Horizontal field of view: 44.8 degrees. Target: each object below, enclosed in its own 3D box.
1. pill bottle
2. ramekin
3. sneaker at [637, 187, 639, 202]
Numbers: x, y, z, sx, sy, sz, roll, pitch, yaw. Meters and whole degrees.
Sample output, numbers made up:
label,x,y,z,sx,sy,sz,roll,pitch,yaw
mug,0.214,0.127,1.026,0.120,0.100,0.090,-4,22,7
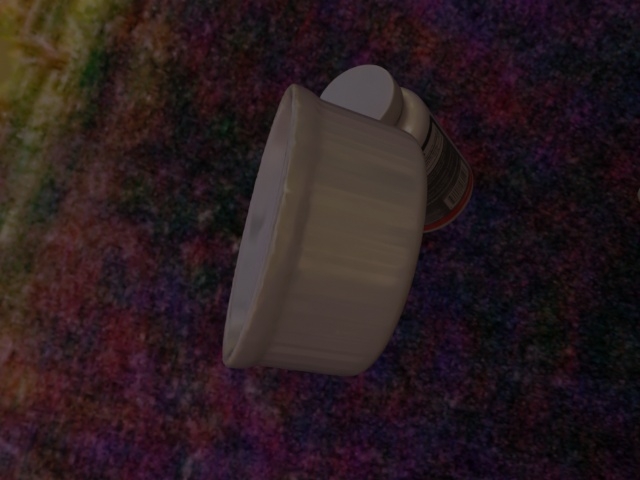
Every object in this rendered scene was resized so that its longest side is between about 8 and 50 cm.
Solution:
label,x,y,z,sx,sy,sz,roll,pitch,yaw
pill bottle,0.153,-0.182,1.581,0.210,0.363,0.210,-17,55,26
ramekin,0.000,0.000,0.760,0.277,0.135,0.278,-166,90,-80
sneaker,0.400,-0.098,0.737,0.232,0.115,0.090,-55,27,16
